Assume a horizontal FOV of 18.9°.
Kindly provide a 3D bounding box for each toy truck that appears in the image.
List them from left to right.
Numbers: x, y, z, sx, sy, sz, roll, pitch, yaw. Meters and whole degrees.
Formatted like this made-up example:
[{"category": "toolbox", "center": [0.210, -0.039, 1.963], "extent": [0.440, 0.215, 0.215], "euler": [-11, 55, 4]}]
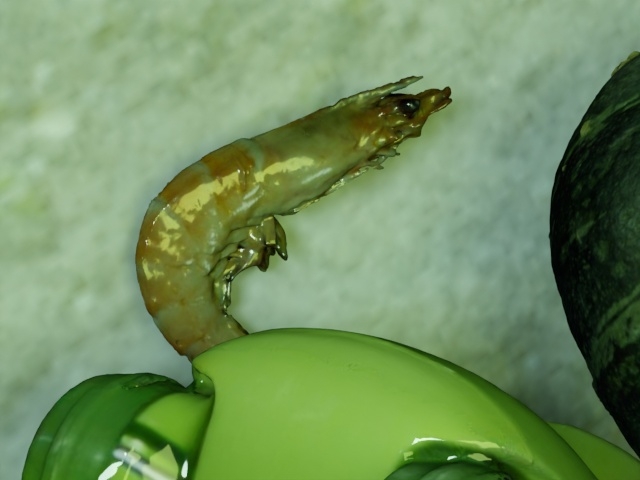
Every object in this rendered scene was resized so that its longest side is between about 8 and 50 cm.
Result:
[{"category": "toy truck", "center": [0.018, 0.129, 0.537], "extent": [0.210, 0.148, 0.187], "euler": [29, 75, -56]}]

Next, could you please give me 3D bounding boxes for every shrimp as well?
[{"category": "shrimp", "center": [0.000, 0.000, 0.572], "extent": [0.114, 0.023, 0.083], "euler": [-33, 114, -18]}]

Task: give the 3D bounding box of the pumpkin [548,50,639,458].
[{"category": "pumpkin", "center": [0.158, 0.010, 0.584], "extent": [0.146, 0.190, 0.190], "euler": [-34, 120, 24]}]
